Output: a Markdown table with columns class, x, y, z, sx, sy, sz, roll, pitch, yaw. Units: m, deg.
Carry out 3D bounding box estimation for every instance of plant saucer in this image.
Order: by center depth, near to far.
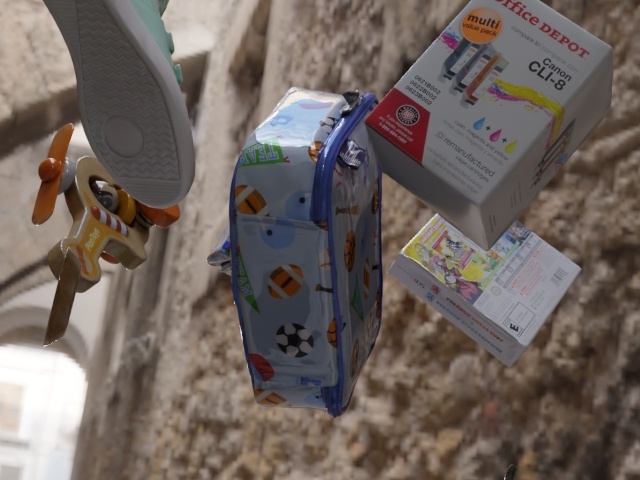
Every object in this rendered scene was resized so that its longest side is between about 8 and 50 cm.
| class | x | y | z | sx | sy | sz | roll | pitch | yaw |
| --- | --- | --- | --- | --- | --- | --- | --- | --- | --- |
| plant saucer | -0.209 | 0.047 | 1.025 | 0.015 | 0.083 | 0.083 | 14 | -14 | -9 |

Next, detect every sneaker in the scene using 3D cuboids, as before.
| class | x | y | z | sx | sy | sz | roll | pitch | yaw |
| --- | --- | --- | --- | --- | --- | --- | --- | --- | --- |
| sneaker | -0.142 | -0.162 | 1.045 | 0.094 | 0.256 | 0.151 | -15 | 11 | 27 |

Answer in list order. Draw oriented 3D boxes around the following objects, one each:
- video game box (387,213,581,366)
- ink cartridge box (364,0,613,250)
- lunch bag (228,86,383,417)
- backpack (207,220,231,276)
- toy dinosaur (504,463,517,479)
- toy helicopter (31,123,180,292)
| class | x | y | z | sx | sy | sz | roll | pitch | yaw |
| --- | --- | --- | --- | --- | --- | --- | --- | --- | --- |
| video game box | 0.205 | 0.037 | 1.548 | 0.187 | 0.205 | 0.048 | 40 | -50 | 7 |
| ink cartridge box | 0.148 | -0.109 | 1.077 | 0.128 | 0.176 | 0.127 | 38 | -8 | 20 |
| lunch bag | 0.000 | 0.000 | 1.234 | 0.115 | 0.303 | 0.243 | 7 | 25 | 15 |
| backpack | -0.076 | -0.017 | 1.897 | 0.117 | 0.173 | 0.158 | 32 | -12 | -10 |
| toy dinosaur | 0.109 | 0.321 | 1.181 | 0.064 | 0.268 | 0.118 | 43 | 2 | 24 |
| toy helicopter | -0.359 | -0.036 | 1.934 | 0.140 | 0.355 | 0.235 | -35 | -71 | 17 |
